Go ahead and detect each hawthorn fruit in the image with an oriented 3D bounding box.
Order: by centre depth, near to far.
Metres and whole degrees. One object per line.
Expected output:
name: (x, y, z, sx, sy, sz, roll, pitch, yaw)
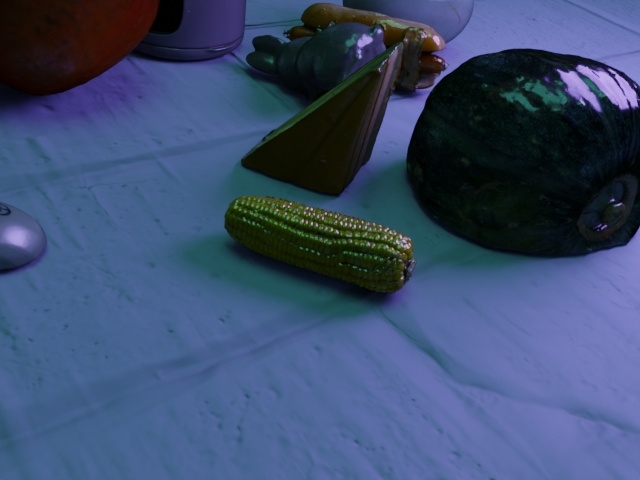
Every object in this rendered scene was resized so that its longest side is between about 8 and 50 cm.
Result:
hawthorn fruit: (-0.386, -0.314, 0.959, 0.330, 0.287, 0.287, -45, 50, 4)

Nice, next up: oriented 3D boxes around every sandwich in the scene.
sandwich: (0.001, -0.165, 0.890, 0.144, 0.187, 0.117, 23, 38, 9)

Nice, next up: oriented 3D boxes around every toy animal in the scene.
toy animal: (-0.001, -0.262, 1.080, 0.108, 0.138, 0.236, 19, 9, -41)

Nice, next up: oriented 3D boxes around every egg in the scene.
egg: (0.150, -0.403, 1.246, 0.231, 0.168, 0.168, 0, 37, -19)

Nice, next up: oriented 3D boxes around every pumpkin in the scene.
pumpkin: (0.265, -0.135, 0.894, 0.293, 0.196, 0.263, -8, 37, -25)

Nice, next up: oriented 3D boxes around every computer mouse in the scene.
computer mouse: (-0.359, -0.005, 0.701, 0.182, 0.056, 0.089, -13, 38, -27)

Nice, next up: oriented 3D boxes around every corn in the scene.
corn: (0.000, 0.000, 0.761, 0.203, 0.071, 0.072, 16, 37, 11)

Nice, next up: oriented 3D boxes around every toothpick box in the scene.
toothpick box: (-0.202, -0.461, 1.125, 0.229, 0.316, 0.229, 7, 36, -5)

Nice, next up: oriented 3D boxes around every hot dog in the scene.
hot dog: (0.071, -0.302, 1.145, 0.270, 0.109, 0.072, 17, 46, 16)
